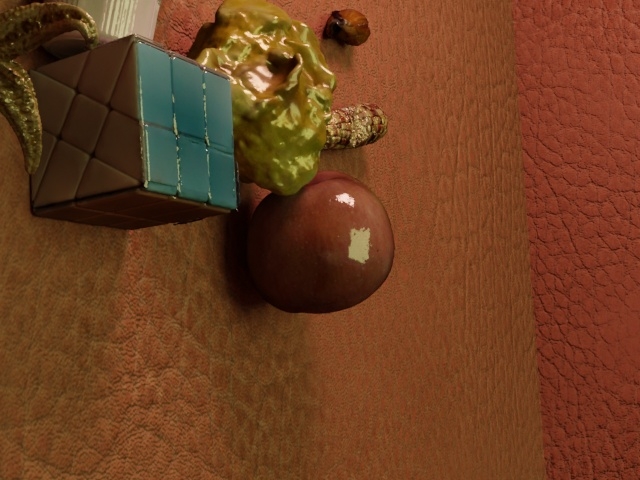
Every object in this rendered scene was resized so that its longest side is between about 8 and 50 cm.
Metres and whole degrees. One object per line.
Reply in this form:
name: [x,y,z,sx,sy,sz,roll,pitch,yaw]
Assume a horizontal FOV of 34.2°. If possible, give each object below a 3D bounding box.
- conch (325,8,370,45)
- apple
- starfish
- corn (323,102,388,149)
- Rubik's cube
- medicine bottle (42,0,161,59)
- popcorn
conch: [0.057,-0.492,2.364,0.233,0.086,0.080,5,77,-61]
apple: [0.000,0.000,1.931,0.306,0.306,0.235,-33,114,-58]
starfish: [-0.428,-0.216,1.277,0.375,0.327,0.094,49,17,-49]
corn: [0.057,-0.250,2.289,0.290,0.098,0.098,-18,97,-59]
Rubik's cube: [-0.278,-0.149,1.559,0.224,0.221,0.231,10,73,-58]
medicine bottle: [-0.306,-0.462,1.588,0.242,0.242,0.395,18,72,-57]
popcorn: [-0.125,-0.255,1.858,0.334,0.292,0.293,-86,-172,-54]
